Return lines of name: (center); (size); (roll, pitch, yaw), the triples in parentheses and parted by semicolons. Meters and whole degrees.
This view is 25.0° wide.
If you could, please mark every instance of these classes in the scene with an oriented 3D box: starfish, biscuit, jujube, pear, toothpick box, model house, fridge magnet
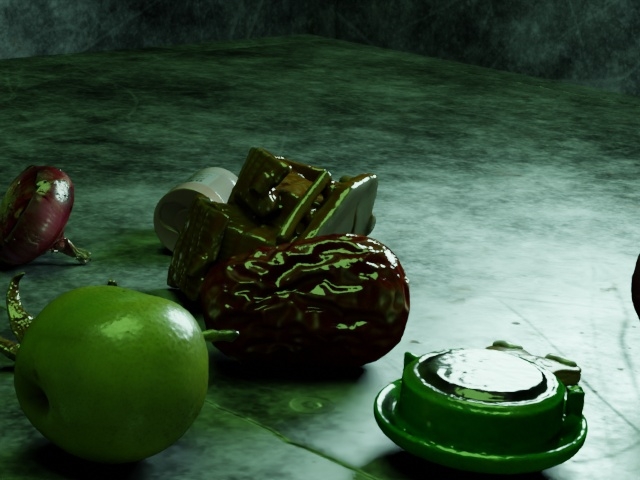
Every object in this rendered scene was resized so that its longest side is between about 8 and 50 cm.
starfish: (-0.292, 0.087, 1.604); (0.146, 0.074, 0.190); (9, 17, 16)
biscuit: (0.193, 0.151, 1.569); (0.138, 0.031, 0.205); (16, 22, 37)
jujube: (-0.018, 0.071, 1.602); (0.230, 0.155, 0.155); (-8, 18, -11)
pear: (-0.176, 0.113, 1.355); (0.216, 0.166, 0.180); (-27, 17, -36)
toothpick box: (-0.168, -0.043, 2.043); (0.098, 0.098, 0.149); (6, 15, 11)
model house: (-0.074, -0.012, 1.805); (0.229, 0.199, 0.220); (15, 7, 23)
fridge magnet: (0.155, 0.165, 1.397); (0.208, 0.088, 0.208); (4, 18, -1)

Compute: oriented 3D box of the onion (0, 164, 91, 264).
onion: (-0.361, -0.017, 1.918); (0.140, 0.150, 0.150); (31, 6, -21)

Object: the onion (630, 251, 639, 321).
onion: (0.458, 0.084, 1.540); (0.221, 0.281, 0.281); (-38, 10, 13)
